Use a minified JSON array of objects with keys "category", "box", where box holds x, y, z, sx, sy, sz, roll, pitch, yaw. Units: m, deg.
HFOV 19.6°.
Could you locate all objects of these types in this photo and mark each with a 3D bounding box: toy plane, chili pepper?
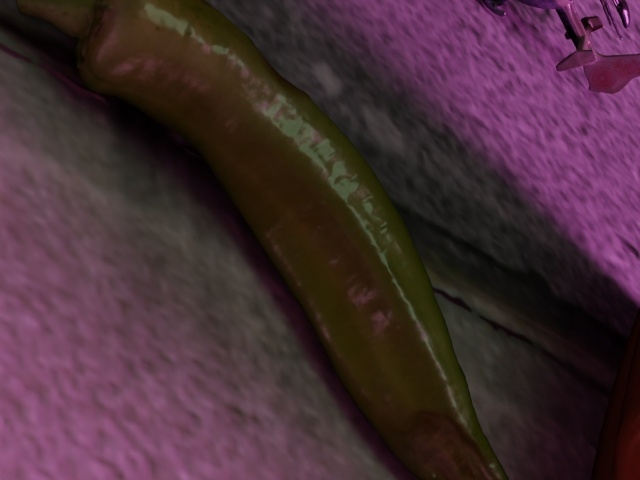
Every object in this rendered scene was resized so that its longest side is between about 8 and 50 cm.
[{"category":"toy plane","box":[0.089,-0.105,0.729,0.120,0.049,0.031,58,27,-27]},{"category":"chili pepper","box":[0.001,-0.001,0.510,0.208,0.043,0.049,50,18,-5]}]

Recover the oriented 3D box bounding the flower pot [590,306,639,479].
[{"category":"flower pot","box":[0.171,0.057,0.567,0.190,0.191,0.173,50,44,-5]}]
